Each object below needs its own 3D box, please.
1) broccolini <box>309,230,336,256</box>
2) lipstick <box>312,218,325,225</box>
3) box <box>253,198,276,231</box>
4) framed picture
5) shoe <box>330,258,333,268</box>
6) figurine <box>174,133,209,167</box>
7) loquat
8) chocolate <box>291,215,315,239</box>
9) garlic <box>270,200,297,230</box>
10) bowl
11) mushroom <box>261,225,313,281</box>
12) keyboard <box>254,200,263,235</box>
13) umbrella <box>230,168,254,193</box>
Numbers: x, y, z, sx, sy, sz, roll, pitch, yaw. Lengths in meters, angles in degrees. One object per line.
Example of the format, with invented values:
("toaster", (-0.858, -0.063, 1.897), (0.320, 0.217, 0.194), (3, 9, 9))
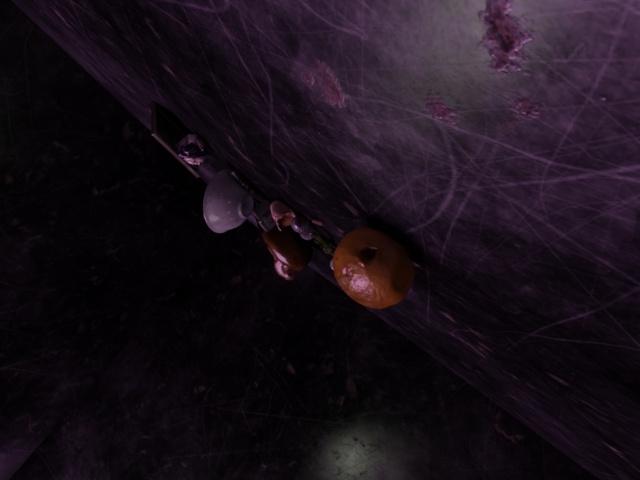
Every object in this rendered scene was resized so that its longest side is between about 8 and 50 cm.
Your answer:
("broccolini", (-0.002, -0.002, 1.780), (0.123, 0.062, 0.271), (18, 169, 27))
("lipstick", (-0.007, -0.069, 1.581), (0.019, 0.019, 0.094), (43, 172, -23))
("box", (-0.271, -0.131, 2.111), (0.092, 0.124, 0.172), (48, 173, 17))
("framed picture", (-0.682, -0.471, 1.970), (0.324, 0.021, 0.240), (51, -162, -51))
("shoe", (0.158, 0.175, 1.981), (0.265, 0.095, 0.110), (44, 178, 6))
("figurine", (-0.585, -0.416, 1.908), (0.145, 0.145, 0.222), (40, 166, -5))
("loquat", (0.136, 0.074, 1.102), (0.239, 0.193, 0.238), (30, 173, 4))
("chocolate", (-0.074, -0.055, 1.782), (0.072, 0.072, 0.167), (35, 173, 29))
("garlic", (-0.163, -0.106, 1.833), (0.124, 0.099, 0.174), (52, 178, 20))
("bowl", (-0.410, -0.179, 2.010), (0.147, 0.312, 0.313), (10, 161, 20))
("mushroom", (-0.194, 0.064, 2.276), (0.345, 0.259, 0.345), (43, -174, -5))
("keyboard", (-0.357, -0.132, 2.358), (0.087, 0.017, 0.250), (53, -162, -76))
("umbrella", (-0.362, -0.278, 1.949), (0.144, 0.040, 0.037), (49, -165, -31))
